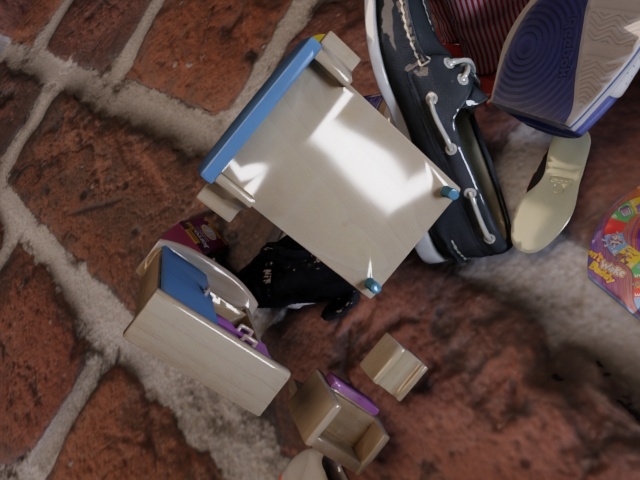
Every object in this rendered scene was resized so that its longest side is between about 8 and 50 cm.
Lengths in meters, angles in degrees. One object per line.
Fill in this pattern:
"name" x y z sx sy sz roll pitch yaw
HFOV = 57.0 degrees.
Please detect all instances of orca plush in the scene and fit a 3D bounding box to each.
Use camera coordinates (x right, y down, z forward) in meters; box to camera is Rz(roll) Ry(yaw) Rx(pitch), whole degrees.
"orca plush" -0.041 0.011 0.707 0.287 0.102 0.151 -4 65 37

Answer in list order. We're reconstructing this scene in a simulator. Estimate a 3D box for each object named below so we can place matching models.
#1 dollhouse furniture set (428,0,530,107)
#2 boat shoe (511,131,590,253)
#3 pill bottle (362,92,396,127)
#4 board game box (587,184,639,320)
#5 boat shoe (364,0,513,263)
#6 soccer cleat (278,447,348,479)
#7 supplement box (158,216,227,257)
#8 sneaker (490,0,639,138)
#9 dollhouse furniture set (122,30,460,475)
"dollhouse furniture set" 0.268 -0.341 0.589 0.374 0.201 0.152 -33 50 13
"boat shoe" 0.224 -0.044 0.570 0.049 0.042 0.133 22 82 22
"pill bottle" 0.035 -0.112 0.704 0.187 0.112 0.111 -1 68 39
"board game box" 0.303 0.010 0.483 0.133 0.033 0.168 -46 47 10
"boat shoe" 0.121 -0.126 0.578 0.091 0.114 0.302 -8 106 33
"soccer cleat" 0.015 0.285 0.549 0.076 0.068 0.196 -35 48 16
"supplement box" -0.176 0.002 0.822 0.043 0.083 0.055 -39 86 17
"sneaker" 0.307 -0.228 0.524 0.127 0.182 0.315 44 115 47
"dollhouse furniture set" 0.000 0.000 0.584 0.303 0.286 0.198 -52 19 3
